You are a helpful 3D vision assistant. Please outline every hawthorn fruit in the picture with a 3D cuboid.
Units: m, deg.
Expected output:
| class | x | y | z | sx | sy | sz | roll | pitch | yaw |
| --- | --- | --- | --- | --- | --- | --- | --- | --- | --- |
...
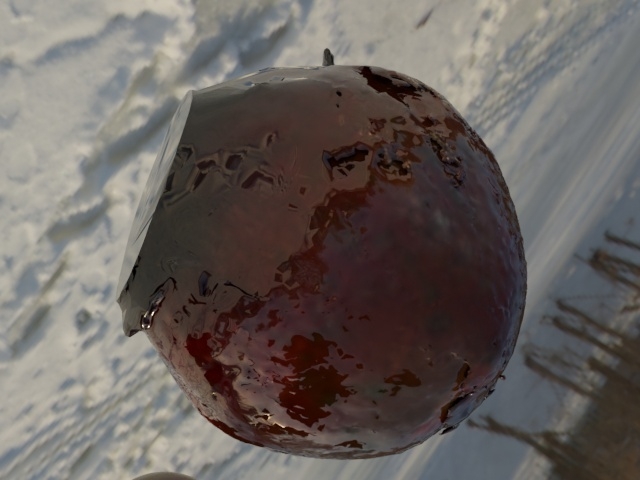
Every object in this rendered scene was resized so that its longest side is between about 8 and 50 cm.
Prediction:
| class | x | y | z | sx | sy | sz | roll | pitch | yaw |
| --- | --- | --- | --- | --- | --- | --- | --- | --- | --- |
| hawthorn fruit | -0.003 | 0.016 | 0.757 | 0.316 | 0.316 | 0.316 | -51 | 165 | -19 |

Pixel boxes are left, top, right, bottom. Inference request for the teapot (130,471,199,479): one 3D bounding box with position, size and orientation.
| class | x | y | z | sx | sy | sz | roll | pitch | yaw |
| --- | --- | --- | --- | --- | --- | --- | --- | --- | --- |
| teapot | -0.137 | 0.340 | 1.091 | 0.135 | 0.252 | 0.178 | -16 | -124 | 55 |
